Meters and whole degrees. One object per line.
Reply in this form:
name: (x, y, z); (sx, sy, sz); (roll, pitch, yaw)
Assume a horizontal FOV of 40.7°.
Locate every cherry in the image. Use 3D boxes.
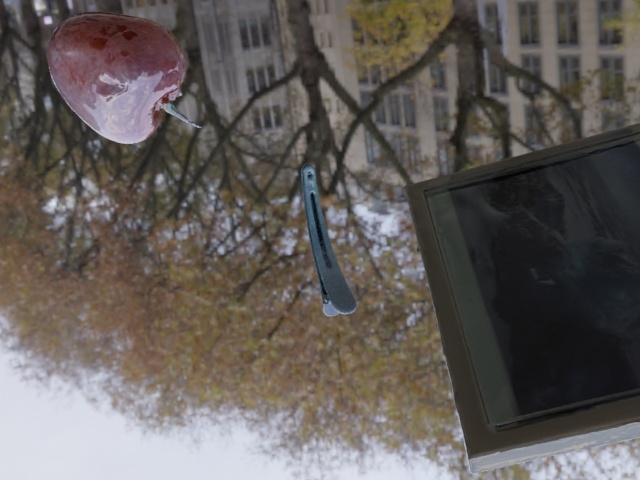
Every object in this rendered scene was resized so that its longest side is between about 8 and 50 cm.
cherry: (-0.171, -0.135, 0.719); (0.126, 0.106, 0.087); (11, -156, 9)

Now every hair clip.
hair clip: (0.000, 0.000, 1.284); (0.039, 0.229, 0.070); (-15, 177, -20)

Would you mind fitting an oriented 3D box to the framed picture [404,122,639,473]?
framed picture: (0.266, 0.023, 0.864); (0.326, 0.028, 0.446); (-15, -147, 6)
